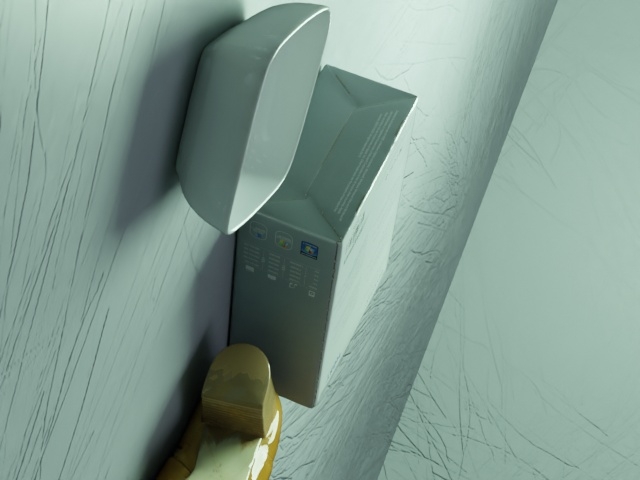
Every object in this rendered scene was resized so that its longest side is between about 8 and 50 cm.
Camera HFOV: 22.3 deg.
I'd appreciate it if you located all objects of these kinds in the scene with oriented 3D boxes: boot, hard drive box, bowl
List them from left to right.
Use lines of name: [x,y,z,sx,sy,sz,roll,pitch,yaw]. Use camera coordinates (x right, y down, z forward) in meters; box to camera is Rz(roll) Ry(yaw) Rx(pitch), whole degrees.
boot: [-0.097,0.244,1.316,0.211,0.104,0.295,92,17,-59]
bowl: [-0.048,-0.087,1.067,0.142,0.053,0.142,-49,156,-62]
hard drive box: [0.000,0.000,1.380,0.232,0.089,0.181,98,17,-49]
